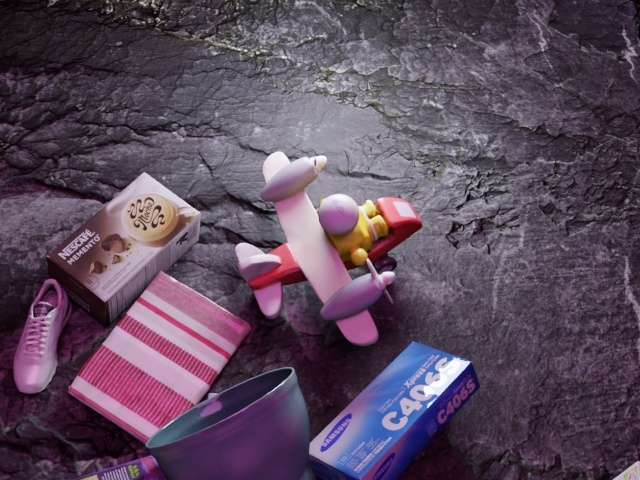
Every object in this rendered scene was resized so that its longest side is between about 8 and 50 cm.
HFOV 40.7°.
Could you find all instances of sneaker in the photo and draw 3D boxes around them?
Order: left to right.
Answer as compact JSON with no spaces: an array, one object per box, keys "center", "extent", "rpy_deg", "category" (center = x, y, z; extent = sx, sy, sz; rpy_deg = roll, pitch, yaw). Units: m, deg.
[{"center":[-0.568,0.191,1.737],"extent":[0.090,0.095,0.235],"rpy_deg":[8,58,-6],"category":"sneaker"}]

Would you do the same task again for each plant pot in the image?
[{"center":[-0.136,0.380,1.540],"extent":[0.293,0.293,0.196],"rpy_deg":[-27,92,-24],"category":"plant pot"}]

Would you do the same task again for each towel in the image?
[{"center":[-0.327,0.244,1.780],"extent":[0.237,0.037,0.329],"rpy_deg":[31,59,8],"category":"towel"}]

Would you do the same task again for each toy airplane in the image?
[{"center":[0.000,0.000,1.849],"extent":[0.386,0.272,0.384],"rpy_deg":[22,57,5],"category":"toy airplane"}]

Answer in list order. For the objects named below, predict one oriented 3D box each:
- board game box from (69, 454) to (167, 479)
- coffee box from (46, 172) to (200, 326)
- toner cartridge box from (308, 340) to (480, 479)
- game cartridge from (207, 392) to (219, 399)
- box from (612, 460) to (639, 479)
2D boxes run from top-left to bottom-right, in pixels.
[{"center":[-0.355,0.461,1.473],"extent":[0.208,0.347,0.056],"rpy_deg":[-18,98,-16],"category":"board game box"},{"center":[-0.419,0.017,1.859],"extent":[0.168,0.119,0.297],"rpy_deg":[36,59,12],"category":"coffee box"},{"center":[0.145,0.353,1.716],"extent":[0.348,0.075,0.165],"rpy_deg":[-40,32,-29],"category":"toner cartridge box"},{"center":[-0.138,0.445,1.672],"extent":[0.196,0.060,0.294],"rpy_deg":[5,57,-2],"category":"game cartridge"},{"center":[0.623,0.515,1.662],"extent":[0.103,0.203,0.114],"rpy_deg":[8,56,-4],"category":"box"}]
